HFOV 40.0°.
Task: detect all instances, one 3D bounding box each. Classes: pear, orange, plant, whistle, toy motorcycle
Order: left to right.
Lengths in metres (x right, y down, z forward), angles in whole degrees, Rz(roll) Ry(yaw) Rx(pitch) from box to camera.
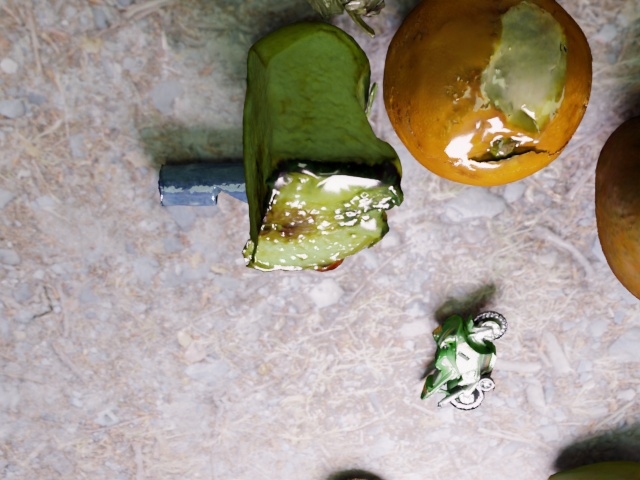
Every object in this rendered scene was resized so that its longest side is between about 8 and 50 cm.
[{"bbox_3d":[-0.057,-0.076,1.156,0.304,0.062,0.062,-1,122,-2],"label":"whistle"},{"bbox_3d":[-0.013,-0.117,1.045,0.164,0.255,0.238,-1,149,-13],"label":"pear"},{"bbox_3d":[0.032,-0.293,1.031,0.116,0.104,0.122,23,156,23],"label":"plant"},{"bbox_3d":[0.213,0.178,1.321,0.106,0.074,0.190,12,122,2],"label":"toy motorcycle"},{"bbox_3d":[0.188,-0.179,1.008,0.240,0.240,0.240,-1,122,-2],"label":"orange"}]

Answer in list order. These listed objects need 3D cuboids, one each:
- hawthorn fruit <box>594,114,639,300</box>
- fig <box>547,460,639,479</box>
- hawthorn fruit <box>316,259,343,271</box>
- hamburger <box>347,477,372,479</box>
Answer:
[{"bbox_3d":[0.478,-0.024,1.100,0.267,0.268,0.301,-8,131,3],"label":"hawthorn fruit"},{"bbox_3d":[0.486,0.464,1.427,0.271,0.239,0.239,34,118,9],"label":"fig"},{"bbox_3d":[0.000,0.005,1.205,0.077,0.077,0.077,-1,122,-2],"label":"hawthorn fruit"},{"bbox_3d":[0.072,0.463,1.483,0.141,0.081,0.126,25,116,-3],"label":"hamburger"}]
